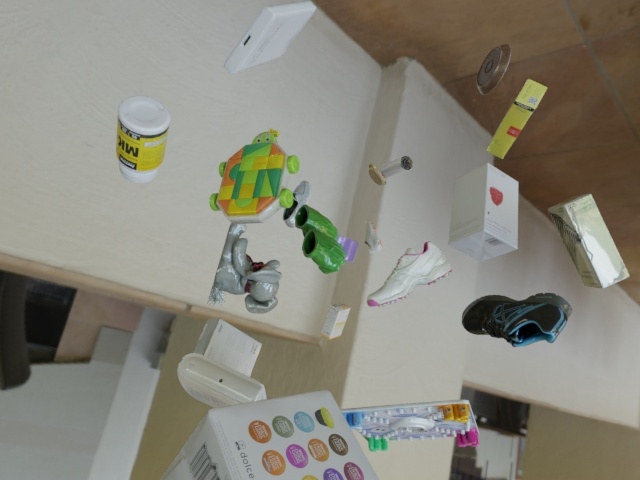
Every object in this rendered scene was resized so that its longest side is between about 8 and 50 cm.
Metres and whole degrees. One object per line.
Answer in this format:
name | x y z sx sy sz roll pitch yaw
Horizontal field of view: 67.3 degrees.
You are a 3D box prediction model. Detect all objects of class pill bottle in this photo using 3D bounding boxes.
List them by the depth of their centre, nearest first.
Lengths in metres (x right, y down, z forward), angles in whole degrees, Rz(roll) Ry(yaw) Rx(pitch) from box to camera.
pill bottle | -0.448 -0.246 1.206 0.119 0.119 0.209 16 142 -14

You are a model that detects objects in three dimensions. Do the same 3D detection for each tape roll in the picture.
tape roll | 0.045 0.018 1.805 0.188 0.080 0.189 19 178 1

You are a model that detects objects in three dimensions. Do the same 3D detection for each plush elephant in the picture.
plush elephant | -0.258 0.128 1.802 0.255 0.330 0.272 16 137 -9

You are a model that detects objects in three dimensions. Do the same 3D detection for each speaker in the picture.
speaker | 0.275 -0.266 1.744 0.055 0.055 0.136 18 168 -22

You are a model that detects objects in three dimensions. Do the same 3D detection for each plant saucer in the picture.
plant saucer | 0.563 -0.567 1.584 0.029 0.169 0.168 18 166 -11

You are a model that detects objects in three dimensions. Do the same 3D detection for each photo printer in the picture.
photo printer | -0.337 0.499 1.625 0.307 0.107 0.256 21 147 12

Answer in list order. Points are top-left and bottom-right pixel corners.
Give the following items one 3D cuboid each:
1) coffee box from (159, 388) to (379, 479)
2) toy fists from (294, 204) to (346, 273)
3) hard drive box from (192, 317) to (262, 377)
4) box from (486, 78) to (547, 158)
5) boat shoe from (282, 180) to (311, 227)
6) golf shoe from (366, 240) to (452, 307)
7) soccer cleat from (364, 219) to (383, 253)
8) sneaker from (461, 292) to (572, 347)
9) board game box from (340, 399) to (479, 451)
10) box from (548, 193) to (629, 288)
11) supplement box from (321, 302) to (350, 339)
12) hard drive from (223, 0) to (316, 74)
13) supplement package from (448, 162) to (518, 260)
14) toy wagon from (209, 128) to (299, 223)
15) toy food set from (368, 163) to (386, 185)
coffee box | -0.104 0.566 1.007 0.334 0.338 0.338 7 -142 -42
toy fists | 0.000 0.000 1.570 0.142 0.096 0.279 28 -156 -29
hard drive box | -0.367 0.438 1.891 0.089 0.181 0.232 -14 135 43
box | 0.530 -0.325 1.317 0.058 0.087 0.232 31 159 11
boat shoe | -0.104 -0.170 2.092 0.079 0.228 0.081 8 160 30
golf shoe | 0.272 0.111 1.568 0.306 0.140 0.115 -26 177 -10
soccer cleat | 0.243 -0.023 2.358 0.076 0.196 0.068 -25 142 10
sneaker | 0.549 0.240 1.419 0.125 0.140 0.340 51 142 -13
board game box | 0.291 0.599 1.527 0.389 0.051 0.390 -11 143 16
box | 0.815 0.002 1.470 0.094 0.275 0.113 -24 177 0
supplement box | 0.045 0.238 1.424 0.036 0.099 0.062 28 -163 32
hard drive | -0.156 -0.666 1.563 0.047 0.353 0.233 45 124 -6
supplement package | 0.609 -0.104 1.792 0.177 0.293 0.175 24 152 -23
toy wagon | -0.199 -0.213 1.487 0.266 0.345 0.068 -1 155 23
toy food set | 0.201 -0.231 1.715 0.083 0.020 0.083 42 164 31
